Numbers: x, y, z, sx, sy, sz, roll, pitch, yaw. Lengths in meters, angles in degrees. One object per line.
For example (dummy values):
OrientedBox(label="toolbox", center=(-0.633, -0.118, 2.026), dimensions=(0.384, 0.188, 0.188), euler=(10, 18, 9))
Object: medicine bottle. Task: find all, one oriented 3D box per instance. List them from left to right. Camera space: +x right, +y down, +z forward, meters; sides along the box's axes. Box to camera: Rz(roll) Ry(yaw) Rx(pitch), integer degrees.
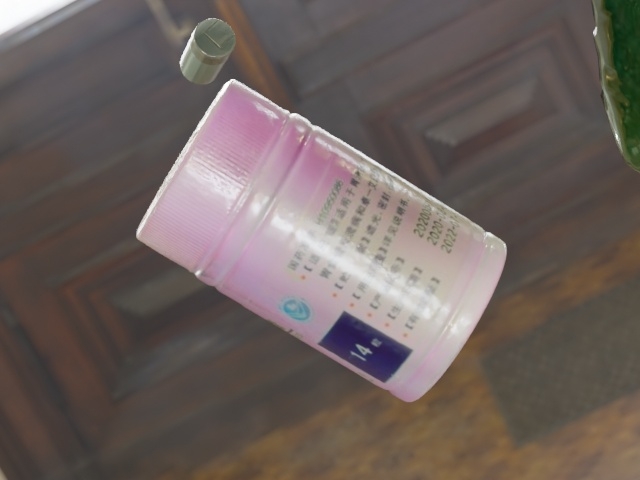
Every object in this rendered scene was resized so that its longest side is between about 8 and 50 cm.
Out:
OrientedBox(label="medicine bottle", center=(0.000, 0.000, 1.515), dimensions=(0.152, 0.254, 0.152), euler=(-58, 6, 10))

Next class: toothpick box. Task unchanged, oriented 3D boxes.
OrientedBox(label="toothpick box", center=(-0.135, -0.225, 2.323), dimensions=(0.052, 0.052, 0.083), euler=(-35, -6, -24))

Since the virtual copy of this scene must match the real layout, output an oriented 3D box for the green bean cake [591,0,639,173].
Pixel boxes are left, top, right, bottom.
OrientedBox(label="green bean cake", center=(0.363, -0.189, 1.492), dimensions=(0.300, 0.307, 0.169), euler=(16, 32, 43))
